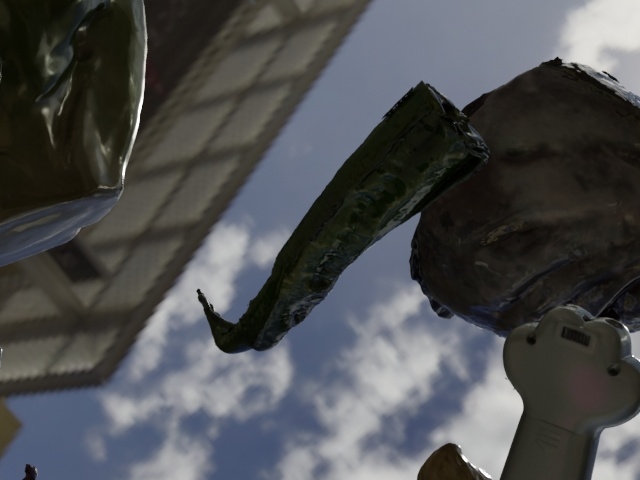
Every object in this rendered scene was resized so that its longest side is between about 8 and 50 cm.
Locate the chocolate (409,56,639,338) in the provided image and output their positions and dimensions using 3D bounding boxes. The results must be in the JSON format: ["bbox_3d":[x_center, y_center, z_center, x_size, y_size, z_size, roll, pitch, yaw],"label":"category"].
[{"bbox_3d":[0.263,-0.005,1.565,0.303,0.303,0.213,-41,-135,-10],"label":"chocolate"}]

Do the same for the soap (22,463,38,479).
[{"bbox_3d":[-0.067,0.155,0.492,0.162,0.099,0.250,4,-167,-17],"label":"soap"}]

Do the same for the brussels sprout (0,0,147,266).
[{"bbox_3d":[-0.248,-0.133,0.898,0.328,0.328,0.247,-44,-176,-17],"label":"brussels sprout"}]

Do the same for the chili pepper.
[{"bbox_3d":[0.000,0.000,1.336,0.359,0.085,0.076,-41,180,37],"label":"chili pepper"}]

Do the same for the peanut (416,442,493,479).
[{"bbox_3d":[0.139,0.278,1.565,0.082,0.187,0.082,-9,-153,5],"label":"peanut"}]

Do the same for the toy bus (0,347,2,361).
[{"bbox_3d":[-0.393,0.091,1.402,0.134,0.246,0.113,-8,-117,17],"label":"toy bus"}]

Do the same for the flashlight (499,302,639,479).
[{"bbox_3d":[0.144,0.137,0.985,0.093,0.200,0.047,20,-161,27],"label":"flashlight"}]
